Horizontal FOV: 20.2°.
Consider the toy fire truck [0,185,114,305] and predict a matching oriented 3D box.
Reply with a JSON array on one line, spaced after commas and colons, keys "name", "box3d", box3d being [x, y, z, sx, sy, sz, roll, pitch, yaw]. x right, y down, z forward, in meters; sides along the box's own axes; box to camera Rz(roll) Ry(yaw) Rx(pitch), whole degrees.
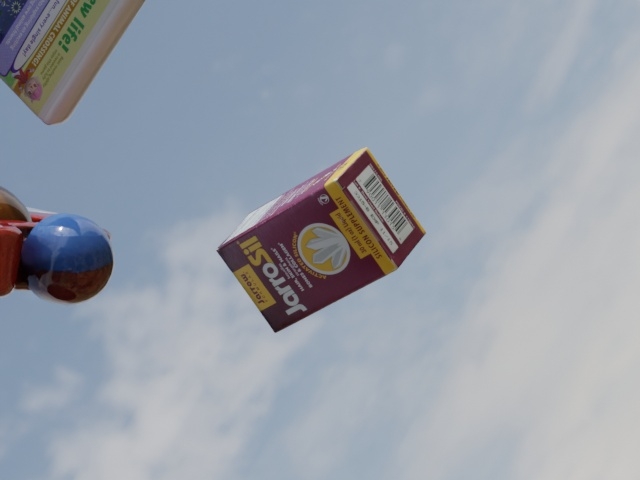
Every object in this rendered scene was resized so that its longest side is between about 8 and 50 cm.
[{"name": "toy fire truck", "box3d": [-0.251, 0.000, 1.000, 0.302, 0.254, 0.169, 6, -85, -46]}]

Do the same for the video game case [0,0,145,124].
[{"name": "video game case", "box3d": [-0.159, -0.205, 0.999, 0.212, 0.193, 0.023, -53, -16, 27]}]

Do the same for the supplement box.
[{"name": "supplement box", "box3d": [0.000, 0.000, 0.879, 0.083, 0.055, 0.043, -30, 10, 35]}]
